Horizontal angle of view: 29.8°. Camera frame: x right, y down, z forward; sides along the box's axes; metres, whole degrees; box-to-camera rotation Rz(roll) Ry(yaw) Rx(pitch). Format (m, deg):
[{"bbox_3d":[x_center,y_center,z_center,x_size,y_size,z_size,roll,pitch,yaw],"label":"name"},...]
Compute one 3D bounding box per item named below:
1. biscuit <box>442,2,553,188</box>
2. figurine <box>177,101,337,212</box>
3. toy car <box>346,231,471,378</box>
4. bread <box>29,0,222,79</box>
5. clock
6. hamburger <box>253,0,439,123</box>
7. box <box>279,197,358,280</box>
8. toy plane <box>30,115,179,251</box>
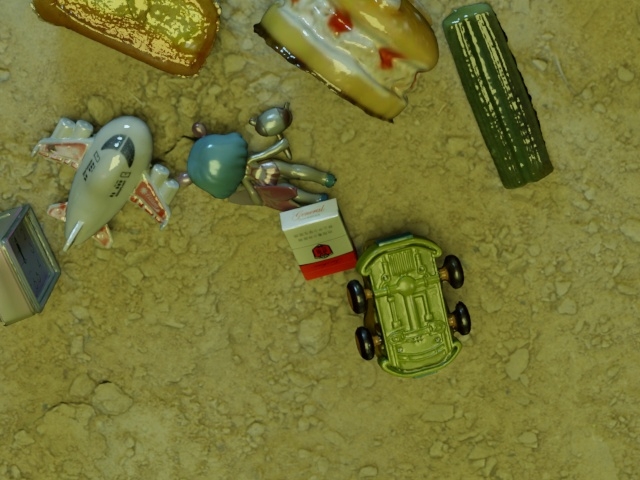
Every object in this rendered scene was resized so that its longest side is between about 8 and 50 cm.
[{"bbox_3d":[0.295,-0.237,1.986,0.099,0.038,0.323,-20,109,11],"label":"biscuit"},{"bbox_3d":[-0.094,-0.129,1.995,0.260,0.103,0.205,15,112,-16],"label":"figurine"},{"bbox_3d":[0.144,0.104,2.058,0.200,0.142,0.248,-10,103,-6],"label":"toy car"},{"bbox_3d":[-0.298,-0.373,1.896,0.288,0.119,0.153,23,114,-9],"label":"bread"},{"bbox_3d":[-0.510,0.037,2.011,0.071,0.192,0.147,-19,109,7],"label":"clock"},{"bbox_3d":[0.043,-0.337,1.852,0.302,0.261,0.186,40,104,29],"label":"hamburger"},{"bbox_3d":[0.000,0.000,2.037,0.100,0.048,0.152,-14,143,8],"label":"box"},{"bbox_3d":[-0.360,-0.096,1.998,0.252,0.118,0.252,1,110,3],"label":"toy plane"}]
